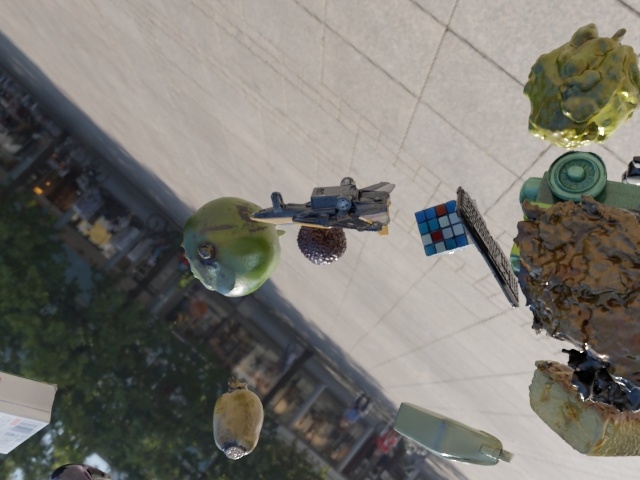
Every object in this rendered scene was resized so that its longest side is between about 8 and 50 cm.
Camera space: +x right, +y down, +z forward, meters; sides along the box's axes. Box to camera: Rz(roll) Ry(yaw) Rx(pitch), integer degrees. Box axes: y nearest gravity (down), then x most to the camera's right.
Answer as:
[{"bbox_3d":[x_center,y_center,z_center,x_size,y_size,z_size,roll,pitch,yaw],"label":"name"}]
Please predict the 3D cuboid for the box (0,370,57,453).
[{"bbox_3d":[-0.592,0.314,1.156,0.135,0.199,0.081,29,-139,-34],"label":"box"}]

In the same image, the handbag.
[{"bbox_3d":[0.291,0.423,1.344,0.219,0.079,0.256,22,170,-13],"label":"handbag"}]

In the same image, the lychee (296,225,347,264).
[{"bbox_3d":[0.003,-0.001,1.511,0.123,0.123,0.129,41,177,-1],"label":"lychee"}]

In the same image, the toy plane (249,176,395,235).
[{"bbox_3d":[-0.002,-0.074,1.359,0.315,0.204,0.103,3,123,9],"label":"toy plane"}]

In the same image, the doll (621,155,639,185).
[{"bbox_3d":[0.642,-0.127,1.239,0.090,0.067,0.219,9,175,21],"label":"doll"}]

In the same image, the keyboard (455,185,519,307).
[{"bbox_3d":[0.327,0.014,1.226,0.016,0.106,0.262,-23,118,27],"label":"keyboard"}]

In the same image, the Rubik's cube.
[{"bbox_3d":[0.414,-0.041,2.006,0.154,0.151,0.155,-20,170,37],"label":"Rubik's cube"}]

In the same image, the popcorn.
[{"bbox_3d":[0.546,-0.312,1.299,0.192,0.266,0.233,20,180,-29],"label":"popcorn"}]

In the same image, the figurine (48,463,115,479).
[{"bbox_3d":[-0.368,0.463,1.037,0.222,0.145,0.145,31,166,20],"label":"figurine"}]

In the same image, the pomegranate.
[{"bbox_3d":[-0.212,0.002,1.672,0.260,0.340,0.261,13,117,26],"label":"pomegranate"}]

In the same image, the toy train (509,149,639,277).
[{"bbox_3d":[0.554,0.007,1.125,0.441,0.273,0.179,14,164,32],"label":"toy train"}]

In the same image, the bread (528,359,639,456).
[{"bbox_3d":[0.551,0.324,1.231,0.274,0.114,0.185,14,-163,-32],"label":"bread"}]

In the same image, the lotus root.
[{"bbox_3d":[-0.212,0.447,1.630,0.125,0.221,0.118,31,131,-31],"label":"lotus root"}]

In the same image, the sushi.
[{"bbox_3d":[0.387,0.099,0.759,0.207,0.235,0.348,14,-161,-39],"label":"sushi"}]

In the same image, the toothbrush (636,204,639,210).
[{"bbox_3d":[0.516,-0.105,0.916,0.035,0.042,0.414,15,128,1],"label":"toothbrush"}]
